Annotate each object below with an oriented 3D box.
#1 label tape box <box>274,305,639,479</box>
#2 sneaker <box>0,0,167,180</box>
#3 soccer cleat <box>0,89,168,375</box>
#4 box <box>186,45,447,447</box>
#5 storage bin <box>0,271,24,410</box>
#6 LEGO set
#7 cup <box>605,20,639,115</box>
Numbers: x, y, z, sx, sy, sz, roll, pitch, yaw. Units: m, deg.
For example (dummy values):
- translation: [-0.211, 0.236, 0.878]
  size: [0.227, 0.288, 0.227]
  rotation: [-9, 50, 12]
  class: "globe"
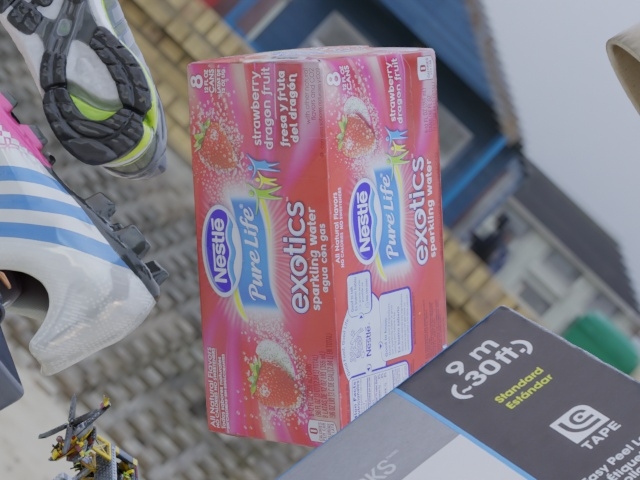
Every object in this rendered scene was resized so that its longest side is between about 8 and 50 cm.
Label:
- translation: [0.056, 0.156, 0.967]
  size: [0.334, 0.240, 0.106]
  rotation: [31, -28, 52]
  class: "label tape box"
- translation: [-0.213, -0.172, 1.602]
  size: [0.121, 0.111, 0.300]
  rotation: [63, 5, -65]
  class: "sneaker"
- translation: [-0.266, -0.024, 1.494]
  size: [0.331, 0.143, 0.116]
  rotation: [43, -14, 33]
  class: "soccer cleat"
- translation: [0.000, 0.000, 1.236]
  size: [0.122, 0.257, 0.128]
  rotation: [3, 11, 38]
  class: "box"
- translation: [-0.253, 0.062, 1.258]
  size: [0.091, 0.098, 0.135]
  rotation: [57, -6, 34]
  class: "storage bin"
- translation: [-0.371, 0.382, 2.497]
  size: [0.192, 0.255, 0.331]
  rotation: [40, 30, -31]
  class: "LEGO set"
- translation: [0.457, -0.125, 1.700]
  size: [0.331, 0.237, 0.331]
  rotation: [52, 4, -5]
  class: "cup"
